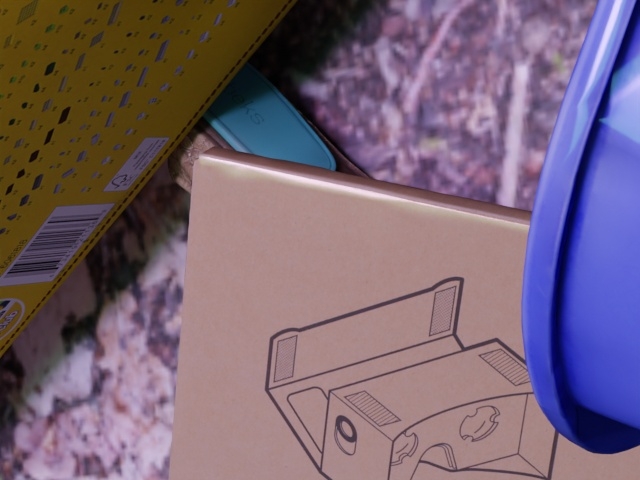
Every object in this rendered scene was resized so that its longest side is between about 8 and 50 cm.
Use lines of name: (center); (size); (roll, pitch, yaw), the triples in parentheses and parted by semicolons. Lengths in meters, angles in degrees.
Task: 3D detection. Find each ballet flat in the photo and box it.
ballet flat: (0.000, 0.000, 0.814); (0.206, 0.073, 0.067); (50, 146, 29)

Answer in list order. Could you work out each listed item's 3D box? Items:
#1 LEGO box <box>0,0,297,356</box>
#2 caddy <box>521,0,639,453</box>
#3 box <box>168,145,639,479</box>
LEGO box: (-0.243, -0.145, 0.818); (0.500, 0.193, 0.372); (-48, 67, 29)
caddy: (0.175, -0.077, 0.560); (0.179, 0.241, 0.341); (25, 105, 30)
box: (0.040, 0.060, 0.733); (0.201, 0.021, 0.164); (12, 111, 14)
